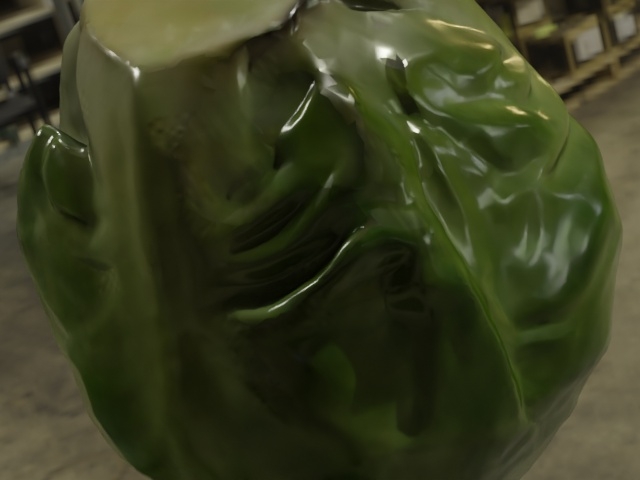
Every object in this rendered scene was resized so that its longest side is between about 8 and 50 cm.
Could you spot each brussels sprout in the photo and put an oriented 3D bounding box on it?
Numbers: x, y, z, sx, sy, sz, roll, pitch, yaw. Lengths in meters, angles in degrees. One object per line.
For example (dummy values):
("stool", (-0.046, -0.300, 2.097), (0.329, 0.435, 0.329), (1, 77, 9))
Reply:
("brussels sprout", (0.000, 0.000, 0.550), (0.244, 0.244, 0.244), (-15, 20, 6))
